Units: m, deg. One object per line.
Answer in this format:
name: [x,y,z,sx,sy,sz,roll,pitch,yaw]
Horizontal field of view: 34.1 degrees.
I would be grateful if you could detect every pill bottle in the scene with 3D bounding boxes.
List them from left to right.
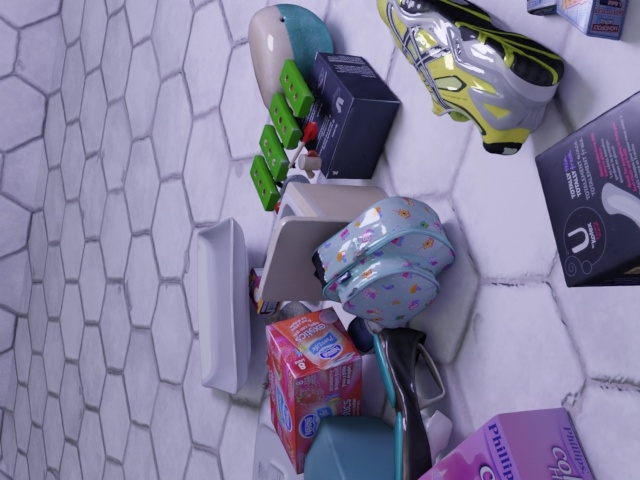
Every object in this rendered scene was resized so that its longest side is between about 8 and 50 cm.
pill bottle: [0.084,0.145,1.692,0.120,0.067,0.067,-46,51,51]

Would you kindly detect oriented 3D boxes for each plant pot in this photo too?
plant pot: [0.069,0.391,1.628,0.234,0.165,0.166,-117,39,-48]

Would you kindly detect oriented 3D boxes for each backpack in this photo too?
backpack: [0.103,0.031,1.550,0.188,0.165,0.144,-46,43,21]

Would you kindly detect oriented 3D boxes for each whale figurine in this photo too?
whale figurine: [-0.047,-0.308,1.904,0.272,0.141,0.216,89,164,-55]

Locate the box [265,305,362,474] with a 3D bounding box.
box: [-0.011,0.251,1.730,0.128,0.122,0.257,-122,23,-43]

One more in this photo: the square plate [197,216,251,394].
square plate: [-0.202,0.138,2.172,0.347,0.049,0.344,165,103,-72]

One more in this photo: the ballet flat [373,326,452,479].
ballet flat: [0.142,0.252,1.544,0.095,0.096,0.281,88,175,-63]

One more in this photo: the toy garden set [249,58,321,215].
toy garden set: [-0.041,-0.144,1.754,0.204,0.049,0.244,-114,35,-42]

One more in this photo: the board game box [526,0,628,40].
board game box: [0.317,-0.341,1.289,0.194,0.060,0.194,5,93,61]

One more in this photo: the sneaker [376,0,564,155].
sneaker: [0.175,-0.253,1.459,0.385,0.145,0.147,53,133,50]

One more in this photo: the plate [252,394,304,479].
plate: [-0.067,0.461,1.981,0.278,0.045,0.277,18,106,60]

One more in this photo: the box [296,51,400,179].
box: [0.040,-0.208,1.750,0.158,0.093,0.156,59,139,45]

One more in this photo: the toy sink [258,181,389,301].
toy sink: [0.000,0.000,1.675,0.131,0.234,0.153,52,134,47]

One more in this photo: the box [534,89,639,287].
box: [0.376,-0.065,1.092,0.270,0.143,0.165,-35,60,56]

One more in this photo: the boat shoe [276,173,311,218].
boat shoe: [-0.054,-0.007,1.924,0.075,0.083,0.226,-5,86,60]

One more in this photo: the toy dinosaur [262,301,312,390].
toy dinosaur: [-0.044,0.181,1.898,0.313,0.121,0.160,-86,14,-70]

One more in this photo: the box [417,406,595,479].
box: [0.245,0.367,1.348,0.243,0.117,0.214,-53,45,46]

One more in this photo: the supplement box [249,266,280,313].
supplement box: [-0.111,0.099,2.065,0.083,0.043,0.055,60,140,44]
